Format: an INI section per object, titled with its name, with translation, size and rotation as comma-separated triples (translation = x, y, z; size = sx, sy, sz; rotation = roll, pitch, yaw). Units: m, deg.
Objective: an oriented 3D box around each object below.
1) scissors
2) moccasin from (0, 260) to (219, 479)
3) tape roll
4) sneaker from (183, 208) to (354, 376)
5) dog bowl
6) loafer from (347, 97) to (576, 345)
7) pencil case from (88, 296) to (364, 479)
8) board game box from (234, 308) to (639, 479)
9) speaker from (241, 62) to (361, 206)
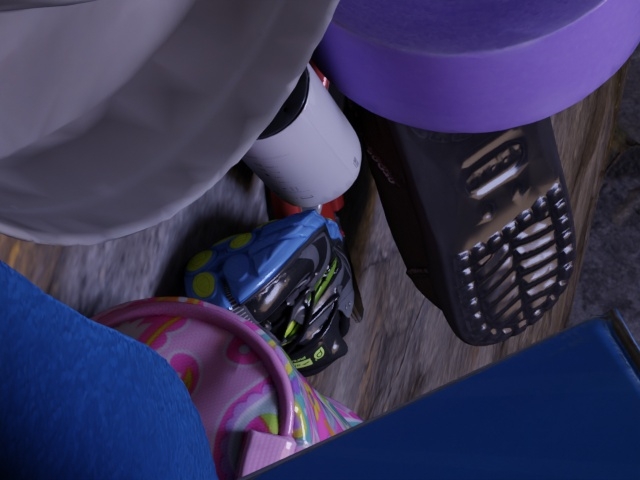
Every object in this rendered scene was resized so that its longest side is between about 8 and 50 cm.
[scissors]
translation = 0.000, 0.000, 1.081
size = 0.297, 0.021, 0.109
rotation = 85, 18, -52
[moccasin]
translation = -0.110, 0.066, 0.486
size = 0.342, 0.116, 0.138
rotation = 67, 25, -60
[tape roll]
translation = 0.071, -0.152, 0.870
size = 0.080, 0.189, 0.189
rotation = 68, 35, -65
[sneaker]
translation = -0.014, 0.029, 0.897
size = 0.188, 0.067, 0.078
rotation = 4, 67, -78
[dog bowl]
translation = -0.072, -0.178, 0.377
size = 0.349, 0.102, 0.349
rotation = 9, 90, -71
[loafer]
translation = 0.060, -0.099, 1.086
size = 0.134, 0.130, 0.366
rotation = -27, 130, -24
[pencil case]
translation = -0.035, 0.106, 0.802
size = 0.284, 0.124, 0.124
rotation = 52, 51, -72
[board game box]
translation = -0.044, 0.181, 0.467
size = 0.302, 0.308, 0.086
rotation = 77, -14, -59
[speaker]
translation = -0.018, -0.056, 0.872
size = 0.136, 0.055, 0.055
rotation = 45, 57, -73
